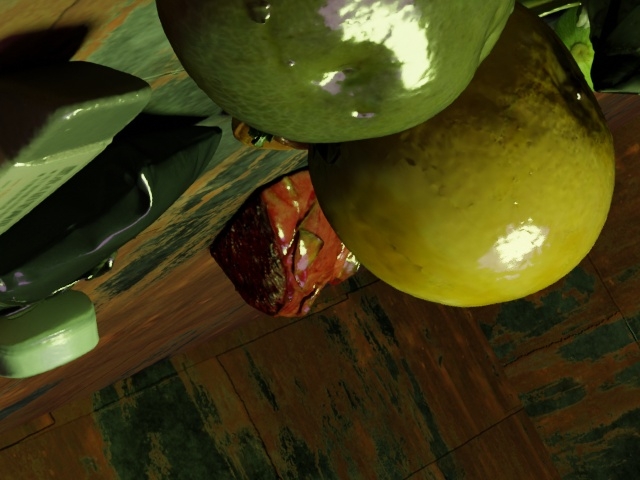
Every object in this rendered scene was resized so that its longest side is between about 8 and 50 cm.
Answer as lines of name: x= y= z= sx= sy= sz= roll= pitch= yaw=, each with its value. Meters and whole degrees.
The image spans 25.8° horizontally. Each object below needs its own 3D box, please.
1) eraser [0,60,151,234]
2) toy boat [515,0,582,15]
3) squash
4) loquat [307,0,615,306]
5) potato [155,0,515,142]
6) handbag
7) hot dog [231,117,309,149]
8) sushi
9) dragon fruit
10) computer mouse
eraser: x=-0.239 y=-0.027 z=0.912 sx=0.352 sy=0.061 sz=0.089 roll=-33 pitch=171 yaw=40
toy boat: x=0.170 y=-0.193 z=1.342 sx=0.172 sy=0.066 sz=0.065 roll=-29 pitch=177 yaw=13
squash: x=0.372 y=-0.244 z=1.600 sx=0.118 sy=0.118 sz=0.370 roll=-32 pitch=174 yaw=36
loquat: x=0.123 y=-0.076 z=1.165 sx=0.263 sy=0.263 sz=0.263 roll=-28 pitch=174 yaw=-3
potato: x=0.009 y=-0.135 z=0.708 sx=0.178 sy=0.160 sz=0.235 roll=-52 pitch=161 yaw=-6
handbag: x=-0.186 y=-0.015 z=1.093 sx=0.211 sy=0.089 sz=0.254 roll=-35 pitch=-176 yaw=12
hot dog: x=-0.018 y=-0.107 z=1.250 sx=0.072 sy=0.055 sz=0.188 roll=4 pitch=-177 yaw=25
sushi: x=0.309 y=-0.216 z=1.266 sx=0.134 sy=0.109 sz=0.273 roll=4 pitch=-157 yaw=4
dragon fruit: x=0.000 y=0.000 z=1.821 sx=0.205 sy=0.152 sz=0.317 roll=-28 pitch=174 yaw=-19
computer mouse: x=-0.324 y=0.099 z=1.573 sx=0.128 sy=0.079 sz=0.231 roll=-22 pitch=-172 yaw=-27
